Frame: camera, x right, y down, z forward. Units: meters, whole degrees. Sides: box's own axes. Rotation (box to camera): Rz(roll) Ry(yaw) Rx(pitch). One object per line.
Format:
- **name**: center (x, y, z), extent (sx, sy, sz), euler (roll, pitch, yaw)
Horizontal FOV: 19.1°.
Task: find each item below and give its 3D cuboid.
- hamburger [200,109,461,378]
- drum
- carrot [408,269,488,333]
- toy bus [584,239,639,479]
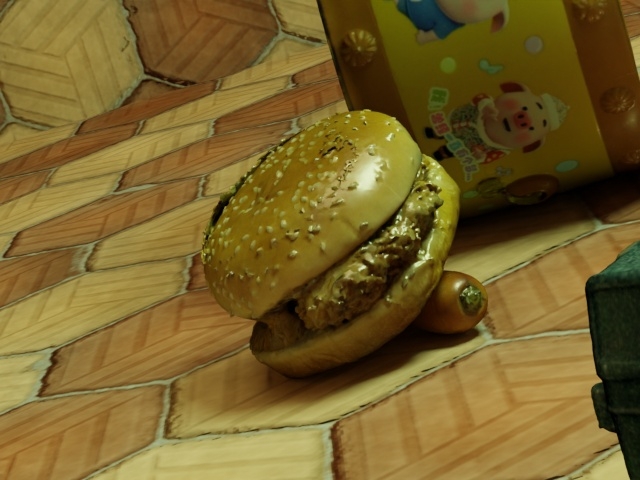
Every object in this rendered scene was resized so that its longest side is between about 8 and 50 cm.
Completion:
- **hamburger**: center (0.004, 0.001, 1.262), extent (0.182, 0.118, 0.191), euler (-42, 24, 19)
- **drum**: center (0.120, -0.231, 1.523), extent (0.214, 0.431, 0.431), euler (-14, 13, 10)
- **carrot**: center (0.044, 0.038, 1.333), extent (0.043, 0.043, 0.248), euler (-23, 12, -24)
- **toy bus**: center (0.235, 0.033, 0.808), extent (0.138, 0.167, 0.275), euler (-7, 17, 38)
